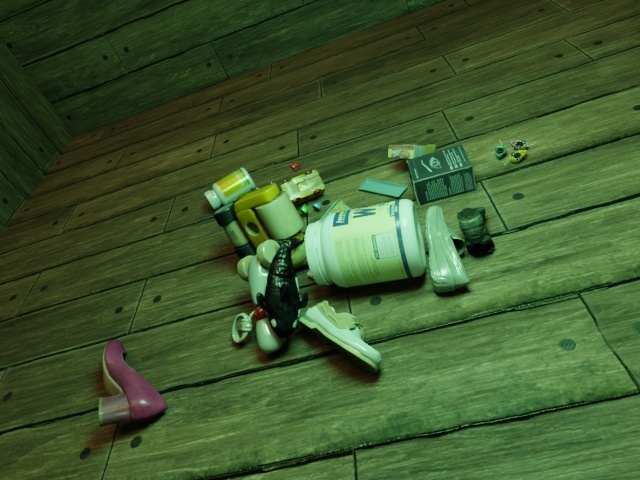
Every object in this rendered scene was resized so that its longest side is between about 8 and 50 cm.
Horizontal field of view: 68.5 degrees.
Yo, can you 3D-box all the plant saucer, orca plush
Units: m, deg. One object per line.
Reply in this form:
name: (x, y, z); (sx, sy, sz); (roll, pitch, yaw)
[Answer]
plant saucer: (0.238, -0.198, 1.799); (0.192, 0.018, 0.067); (19, 55, 40)
orca plush: (-0.087, 0.126, 1.329); (0.102, 0.151, 0.287); (147, 141, -67)

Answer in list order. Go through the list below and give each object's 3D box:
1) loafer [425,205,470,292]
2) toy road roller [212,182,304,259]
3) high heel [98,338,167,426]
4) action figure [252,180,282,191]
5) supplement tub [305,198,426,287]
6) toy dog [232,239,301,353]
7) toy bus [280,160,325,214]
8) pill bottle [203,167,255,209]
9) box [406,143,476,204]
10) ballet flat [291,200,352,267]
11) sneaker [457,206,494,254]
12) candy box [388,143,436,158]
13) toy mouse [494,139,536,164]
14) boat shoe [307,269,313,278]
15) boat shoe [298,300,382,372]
loafer: (0.377, 0.018, 1.411); (0.112, 0.112, 0.319); (-8, 49, 13)
toy road roller: (-0.186, -0.092, 1.639); (0.330, 0.202, 0.240); (-14, 23, 38)
high heel: (-0.581, 0.428, 1.466); (0.181, 0.127, 0.377); (-3, 29, -20)
action figure: (-0.244, -0.133, 1.901); (0.185, 0.099, 0.285); (-27, 27, 24)
supplement tub: (0.139, 0.016, 1.426); (0.325, 0.235, 0.235); (-10, 40, 17)
toy dog: (-0.145, 0.168, 1.450); (0.220, 0.161, 0.333); (-1, 84, 49)
toy bus: (-0.083, -0.198, 1.878); (0.202, 0.104, 0.190); (22, 72, -2)
pill bottle: (-0.403, -0.225, 2.084); (0.208, 0.117, 0.117); (-33, 39, -10)
box: (0.425, -0.234, 1.669); (0.207, 0.108, 0.153); (-15, 40, 13)
ballet flat: (0.000, 0.000, 1.631); (0.123, 0.123, 0.348); (22, 59, 43)
sneaker: (0.474, -0.031, 1.440); (0.087, 0.130, 0.227); (-15, 11, 20)
candy box: (0.353, -0.344, 1.808); (0.109, 0.053, 0.187); (12, 16, 37)
toy mouse: (0.687, -0.325, 1.699); (0.161, 0.031, 0.143); (-28, 39, -5)
boat shoe: (-0.007, 0.087, 1.584); (0.035, 0.035, 0.100); (27, 67, 42)
boat shoe: (0.063, 0.250, 1.294); (0.103, 0.113, 0.302); (-47, 42, -17)
